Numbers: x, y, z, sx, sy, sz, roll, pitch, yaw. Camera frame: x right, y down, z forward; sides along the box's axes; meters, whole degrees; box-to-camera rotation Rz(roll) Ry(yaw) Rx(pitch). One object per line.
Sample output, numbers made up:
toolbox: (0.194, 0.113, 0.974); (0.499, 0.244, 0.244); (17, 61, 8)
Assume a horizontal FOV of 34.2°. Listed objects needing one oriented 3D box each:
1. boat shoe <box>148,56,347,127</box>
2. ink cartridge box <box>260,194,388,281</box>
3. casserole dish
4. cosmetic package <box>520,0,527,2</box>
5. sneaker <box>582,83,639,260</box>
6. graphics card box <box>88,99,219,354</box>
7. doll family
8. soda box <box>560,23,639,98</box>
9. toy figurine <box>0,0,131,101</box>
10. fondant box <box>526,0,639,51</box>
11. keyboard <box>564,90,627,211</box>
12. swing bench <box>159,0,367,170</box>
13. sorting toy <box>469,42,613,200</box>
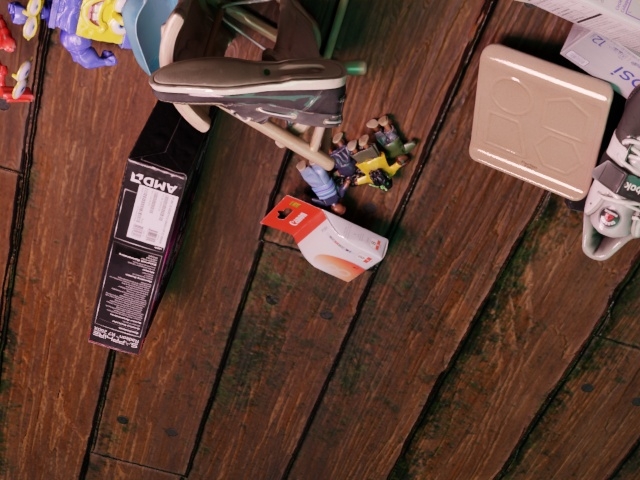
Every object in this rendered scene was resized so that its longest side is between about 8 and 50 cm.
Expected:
boat shoe: (-0.086, -0.169, 1.229); (0.233, 0.084, 0.079); (2, 128, 0)
ink cartridge box: (0.000, 0.000, 1.668); (0.179, 0.045, 0.145); (21, 157, -14)
casserole dish: (-0.225, -0.300, 1.429); (0.037, 0.114, 0.188); (27, 161, 14)
cosmetic package: (0.246, -0.353, 1.387); (0.115, 0.060, 0.041); (12, 130, -2)
sneaker: (0.435, -0.079, 1.425); (0.122, 0.146, 0.330); (25, 152, 15)
graphics card box: (-0.254, -0.032, 1.588); (0.094, 0.233, 0.371); (18, 128, -3)
doll family: (0.056, -0.107, 1.602); (0.193, 0.076, 0.111); (-17, 130, 25)
soda box: (0.470, -0.226, 1.389); (0.286, 0.098, 0.091); (31, 159, -10)
toy figurine: (-0.316, -0.364, 1.424); (0.217, 0.191, 0.362); (-2, 128, -32)
fondant box: (0.371, -0.377, 1.257); (0.330, 0.096, 0.238); (21, 90, -12)
keyboard: (0.491, -0.158, 1.536); (0.201, 0.033, 0.317); (12, 130, 6)
swing bench: (-0.076, -0.254, 1.376); (0.254, 0.253, 0.165); (15, 128, -6)
sorting toy: (0.312, -0.171, 1.490); (0.193, 0.038, 0.208); (25, 141, 21)
